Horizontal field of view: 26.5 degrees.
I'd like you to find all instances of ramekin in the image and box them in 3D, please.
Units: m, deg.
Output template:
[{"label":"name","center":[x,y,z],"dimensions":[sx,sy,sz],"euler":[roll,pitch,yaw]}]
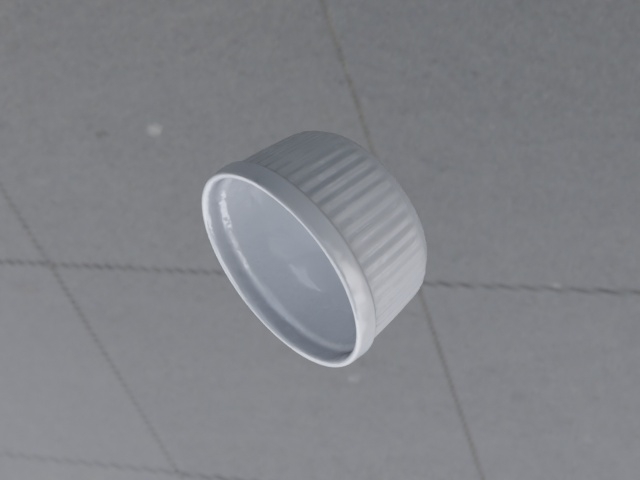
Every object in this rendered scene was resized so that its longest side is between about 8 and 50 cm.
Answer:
[{"label":"ramekin","center":[0.000,0.000,1.217],"dimensions":[0.207,0.109,0.207],"euler":[38,149,28]}]
